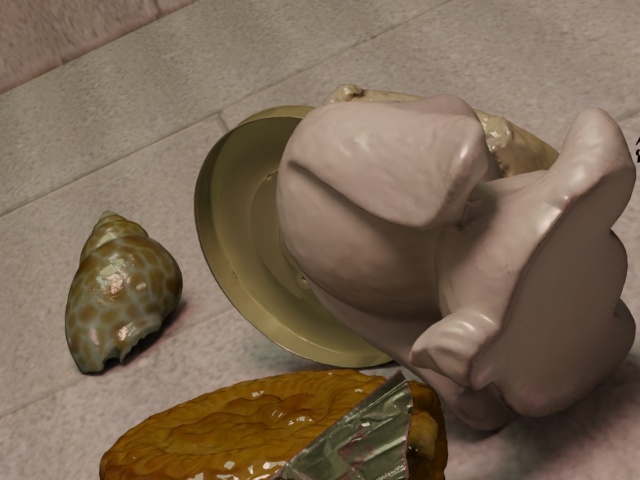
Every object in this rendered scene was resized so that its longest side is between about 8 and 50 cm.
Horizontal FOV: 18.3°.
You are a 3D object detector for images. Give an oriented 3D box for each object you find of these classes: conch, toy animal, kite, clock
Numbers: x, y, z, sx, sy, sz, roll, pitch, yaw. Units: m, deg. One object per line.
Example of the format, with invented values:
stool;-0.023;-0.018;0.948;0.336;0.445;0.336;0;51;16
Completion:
conch;-0.195;0.049;1.928;0.116;0.106;0.173;-29;23;55
toy animal;0.078;-0.008;1.420;0.206;0.271;0.265;-38;53;-26
kite;0.046;0.190;1.182;0.250;0.229;0.012;-2;-13;17
clock;0.000;0.000;1.616;0.235;0.235;0.029;-8;23;39

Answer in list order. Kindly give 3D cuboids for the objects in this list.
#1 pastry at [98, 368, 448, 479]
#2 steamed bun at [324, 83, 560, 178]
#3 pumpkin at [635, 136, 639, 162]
pastry;-0.025;0.174;1.344;0.235;0.132;0.240;-12;13;4
steamed bun;0.102;-0.023;1.641;0.225;0.200;0.170;10;72;57
pumpkin;0.320;-0.054;1.333;0.233;0.163;0.233;-38;36;34
